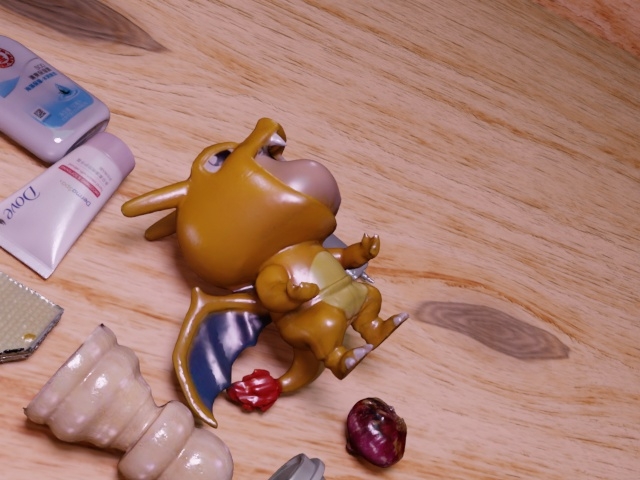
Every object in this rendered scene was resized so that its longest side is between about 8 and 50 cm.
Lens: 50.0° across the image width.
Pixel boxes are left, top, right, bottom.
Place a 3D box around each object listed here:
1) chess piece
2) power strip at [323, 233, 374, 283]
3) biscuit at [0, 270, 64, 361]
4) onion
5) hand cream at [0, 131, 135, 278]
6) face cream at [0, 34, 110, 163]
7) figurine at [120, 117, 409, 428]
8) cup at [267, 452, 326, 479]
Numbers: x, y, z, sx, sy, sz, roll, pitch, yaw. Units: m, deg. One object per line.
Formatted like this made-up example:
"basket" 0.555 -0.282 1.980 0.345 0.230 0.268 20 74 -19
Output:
"chess piece" -0.221 0.235 0.863 0.261 0.143 0.142 39 43 -5
"power strip" 0.000 0.000 1.276 0.253 0.027 0.060 40 42 2
"biscuit" -0.475 0.078 0.880 0.250 0.046 0.147 31 42 -7
"onion" 0.081 0.293 1.041 0.107 0.097 0.107 50 15 -19
"hand cream" -0.392 -0.067 1.046 0.133 0.083 0.248 34 52 -2
"face cream" -0.518 -0.262 1.115 0.337 0.080 0.163 36 43 -3
"figurine" -0.080 0.044 1.017 0.401 0.268 0.387 -32 78 -41
"cup" -0.011 0.365 0.903 0.141 0.120 0.120 48 43 -3
